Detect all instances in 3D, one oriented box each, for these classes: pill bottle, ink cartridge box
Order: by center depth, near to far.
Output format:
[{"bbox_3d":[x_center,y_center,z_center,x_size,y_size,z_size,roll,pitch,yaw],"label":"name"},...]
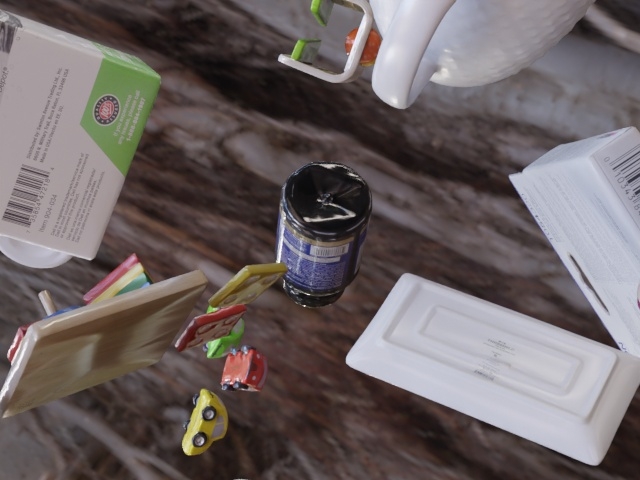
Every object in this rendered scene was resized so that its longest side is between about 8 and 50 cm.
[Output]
[{"bbox_3d":[-0.321,-0.120,1.276,0.273,0.115,0.198,18,-79,-25],"label":"ink cartridge box"},{"bbox_3d":[0.357,0.035,1.469,0.071,0.324,0.330,-34,4,-4],"label":"ink cartridge box"},{"bbox_3d":[-0.335,-0.065,1.648,0.187,0.112,0.112,-85,-3,-51],"label":"pill bottle"},{"bbox_3d":[0.000,0.000,1.811,0.123,0.123,0.219,-45,-18,-28],"label":"pill bottle"}]

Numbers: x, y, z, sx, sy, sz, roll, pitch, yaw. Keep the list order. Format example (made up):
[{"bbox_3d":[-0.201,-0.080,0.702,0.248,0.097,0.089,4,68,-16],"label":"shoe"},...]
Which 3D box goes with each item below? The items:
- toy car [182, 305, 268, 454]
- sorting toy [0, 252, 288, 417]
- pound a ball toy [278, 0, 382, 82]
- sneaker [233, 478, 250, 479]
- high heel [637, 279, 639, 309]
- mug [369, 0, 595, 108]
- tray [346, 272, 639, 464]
[{"bbox_3d":[-0.137,0.178,1.959,0.053,0.225,0.239,17,-48,-23],"label":"toy car"},{"bbox_3d":[-0.156,0.058,0.946,0.274,0.046,0.132,-18,-21,-33],"label":"sorting toy"},{"bbox_3d":[0.042,-0.337,1.957,0.319,0.135,0.208,-61,-8,-83],"label":"pound a ball toy"},{"bbox_3d":[-0.021,0.278,1.124,0.107,0.279,0.118,-67,-24,-7],"label":"sneaker"},{"bbox_3d":[0.430,0.005,1.024,0.377,0.127,0.181,-27,-54,3],"label":"high heel"},{"bbox_3d":[0.163,-0.299,1.441,0.374,0.276,0.328,-55,-6,-32],"label":"mug"},{"bbox_3d":[0.174,0.114,1.310,0.145,0.270,0.030,-53,-26,-37],"label":"tray"}]
